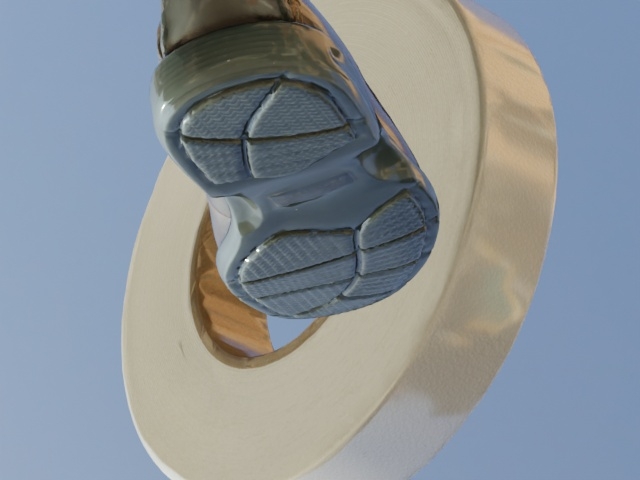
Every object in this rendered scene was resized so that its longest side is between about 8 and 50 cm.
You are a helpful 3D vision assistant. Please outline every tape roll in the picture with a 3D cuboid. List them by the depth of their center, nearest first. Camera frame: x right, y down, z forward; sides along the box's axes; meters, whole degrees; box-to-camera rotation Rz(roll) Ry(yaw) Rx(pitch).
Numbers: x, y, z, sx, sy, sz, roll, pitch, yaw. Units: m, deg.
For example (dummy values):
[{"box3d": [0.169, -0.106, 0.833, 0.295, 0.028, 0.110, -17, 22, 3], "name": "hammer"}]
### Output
[{"box3d": [0.000, 0.000, 1.277, 0.072, 0.392, 0.392, 25, -119, -34], "name": "tape roll"}]

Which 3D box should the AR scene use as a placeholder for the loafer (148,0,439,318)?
[{"box3d": [-0.010, -0.044, 0.743, 0.096, 0.267, 0.084, -14, -111, 3], "name": "loafer"}]
